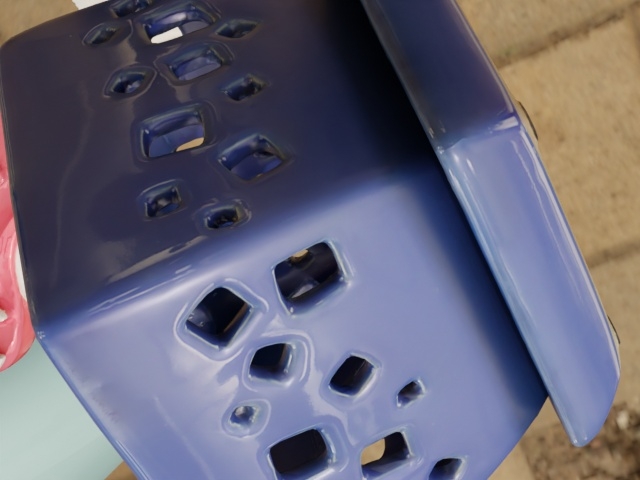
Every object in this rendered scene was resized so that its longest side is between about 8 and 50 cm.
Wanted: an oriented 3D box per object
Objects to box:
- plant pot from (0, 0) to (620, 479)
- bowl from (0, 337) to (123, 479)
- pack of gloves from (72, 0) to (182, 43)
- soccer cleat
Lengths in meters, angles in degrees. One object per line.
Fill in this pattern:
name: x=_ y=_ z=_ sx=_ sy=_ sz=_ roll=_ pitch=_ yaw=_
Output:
plant pot: x=0.000 y=0.000 z=0.718 sx=0.212 sy=0.236 sz=0.236 roll=-26 pitch=130 yaw=5
bowl: x=-0.247 y=0.094 z=1.349 sx=0.163 sy=0.311 sz=0.311 roll=-24 pitch=118 yaw=-2
pack of gloves: x=-0.099 y=-0.216 z=1.152 sx=0.232 sy=0.046 sz=0.195 roll=-13 pitch=143 yaw=15
soccer cleat: x=-0.208 y=-0.026 z=1.046 sx=0.083 sy=0.095 sz=0.248 roll=15 pitch=108 yaw=3
